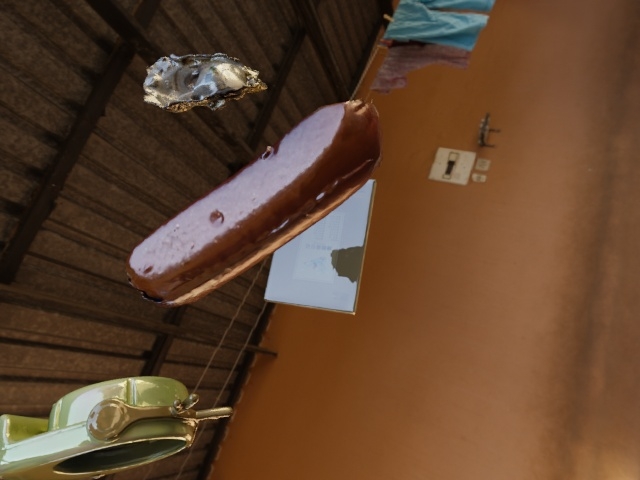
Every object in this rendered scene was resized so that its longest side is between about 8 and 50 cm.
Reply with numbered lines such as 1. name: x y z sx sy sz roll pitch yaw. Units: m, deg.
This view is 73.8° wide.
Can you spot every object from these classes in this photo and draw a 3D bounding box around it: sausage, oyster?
1. sausage: -0.068 -0.031 0.464 0.330 0.102 0.102 -34 -23 12
2. oyster: -0.158 -0.208 0.576 0.053 0.165 0.108 83 -175 -49

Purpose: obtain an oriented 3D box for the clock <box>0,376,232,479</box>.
1. clock: -0.304 0.291 0.673 0.235 0.308 0.096 62 -169 -57

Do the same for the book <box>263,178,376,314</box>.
1. book: 0.000 0.000 0.974 0.021 0.216 0.310 46 -128 -65
